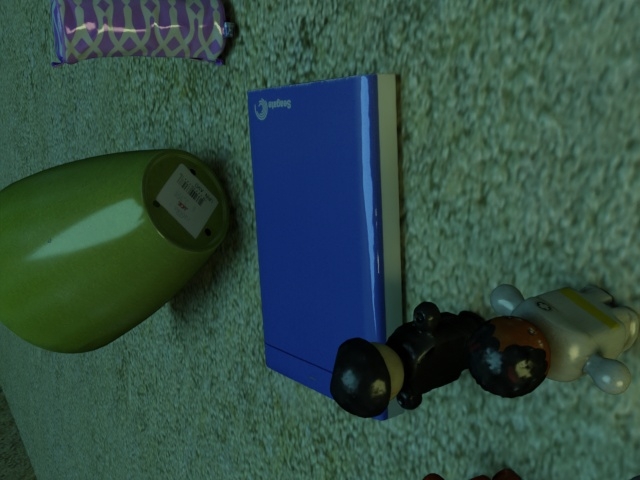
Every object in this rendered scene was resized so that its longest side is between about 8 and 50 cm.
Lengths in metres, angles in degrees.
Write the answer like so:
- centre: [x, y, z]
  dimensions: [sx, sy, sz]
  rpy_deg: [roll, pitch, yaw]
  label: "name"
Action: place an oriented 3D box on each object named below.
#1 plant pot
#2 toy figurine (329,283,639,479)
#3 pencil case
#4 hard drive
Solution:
- centre: [-0.270, -0.010, 0.901]
  dimensions: [0.293, 0.275, 0.275]
  rpy_deg: [-22, 80, 38]
  label: "plant pot"
- centre: [0.123, 0.141, 0.460]
  dimensions: [0.209, 0.148, 0.213]
  rpy_deg: [-23, 79, 54]
  label: "toy figurine"
- centre: [-0.213, -0.251, 0.788]
  dimensions: [0.086, 0.206, 0.088]
  rpy_deg: [-133, 42, -55]
  label: "pencil case"
- centre: [0.000, 0.000, 0.686]
  dimensions: [0.210, 0.040, 0.318]
  rpy_deg: [10, 106, 53]
  label: "hard drive"
